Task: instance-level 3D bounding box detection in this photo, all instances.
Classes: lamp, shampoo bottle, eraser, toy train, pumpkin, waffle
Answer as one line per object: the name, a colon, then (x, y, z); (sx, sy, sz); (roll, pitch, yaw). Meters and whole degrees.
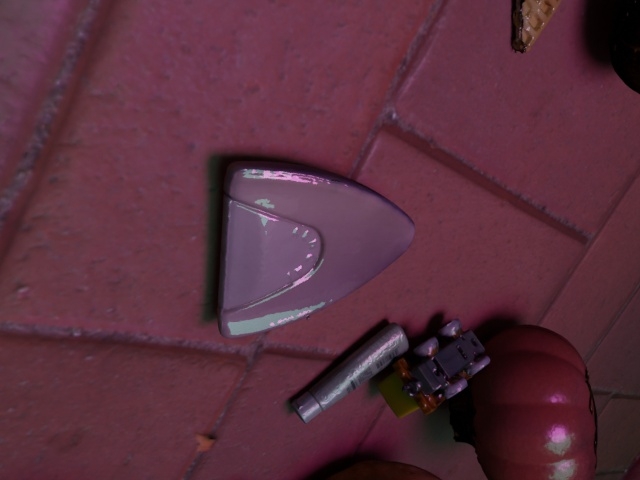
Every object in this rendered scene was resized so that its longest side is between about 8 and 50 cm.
lamp: (0.345, 0.299, 0.977); (0.305, 0.240, 0.305); (-7, 90, -69)
shampoo bottle: (0.044, 0.194, 0.817); (0.191, 0.041, 0.069); (-34, 146, -15)
eraser: (-0.001, 0.000, 0.644); (0.243, 0.059, 0.204); (-8, 122, -30)
toy train: (0.177, 0.200, 0.879); (0.219, 0.089, 0.127); (-20, 160, -46)
pumpkin: (0.468, -0.300, 0.738); (0.238, 0.159, 0.238); (-14, 110, -46)
waffle: (0.235, -0.301, 0.656); (0.153, 0.023, 0.097); (31, 96, -46)

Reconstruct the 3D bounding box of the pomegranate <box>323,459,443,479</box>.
pomegranate: (0.095, 0.510, 0.872); (0.332, 0.332, 0.332); (-19, 128, -27)
